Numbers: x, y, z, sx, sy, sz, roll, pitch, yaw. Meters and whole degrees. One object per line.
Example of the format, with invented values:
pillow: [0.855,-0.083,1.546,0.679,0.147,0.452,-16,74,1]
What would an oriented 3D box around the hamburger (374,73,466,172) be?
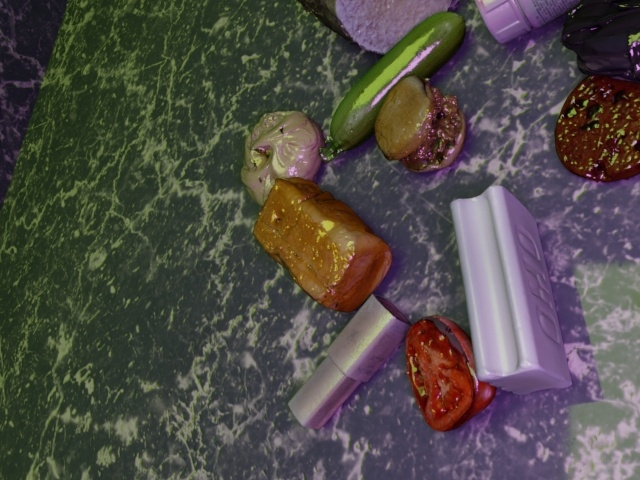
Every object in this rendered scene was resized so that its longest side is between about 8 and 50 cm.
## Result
hamburger: [0.177,-0.207,1.131,0.159,0.131,0.185,-44,45,33]

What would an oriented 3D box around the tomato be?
tomato: [0.203,0.190,0.947,0.166,0.082,0.174,116,145,-49]

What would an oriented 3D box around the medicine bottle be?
medicine bottle: [0.360,-0.430,1.070,0.168,0.135,0.135,-25,57,31]

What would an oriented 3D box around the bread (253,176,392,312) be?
bread: [0.000,0.000,1.179,0.294,0.132,0.167,41,99,41]

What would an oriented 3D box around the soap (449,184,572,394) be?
soap: [0.273,0.074,0.901,0.087,0.159,0.266,-20,59,31]

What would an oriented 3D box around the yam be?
yam: [0.078,-0.533,1.284,0.241,0.241,0.348,-52,42,9]

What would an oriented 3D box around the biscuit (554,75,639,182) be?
biscuit: [0.442,-0.178,0.940,0.192,0.049,0.192,-16,66,40]

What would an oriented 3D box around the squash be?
squash: [0.131,-0.298,1.225,0.378,0.101,0.101,-44,49,18]

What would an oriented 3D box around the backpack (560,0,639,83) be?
backpack: [0.464,-0.301,0.866,0.258,0.133,0.206,12,54,49]

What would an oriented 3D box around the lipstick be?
lipstick: [0.049,0.214,1.082,0.253,0.079,0.077,-53,49,10]

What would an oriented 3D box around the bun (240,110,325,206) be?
bun: [-0.093,-0.188,1.349,0.210,0.116,0.237,-30,55,26]
